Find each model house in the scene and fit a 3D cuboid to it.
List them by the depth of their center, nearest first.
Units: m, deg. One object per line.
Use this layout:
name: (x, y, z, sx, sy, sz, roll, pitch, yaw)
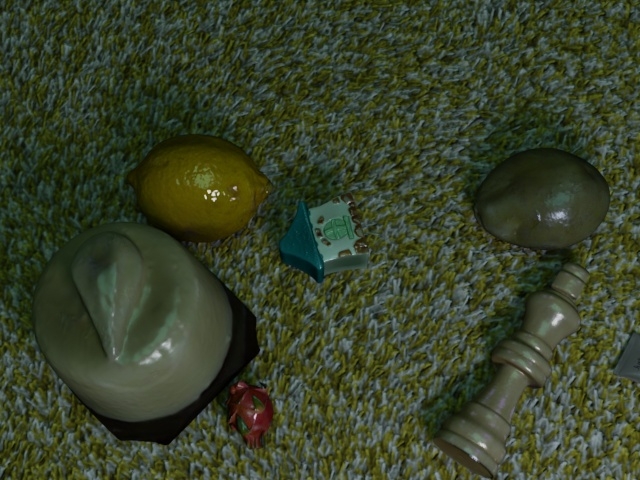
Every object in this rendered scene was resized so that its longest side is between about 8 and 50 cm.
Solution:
model house: (0.000, 0.000, 1.971, 0.149, 0.100, 0.127, -16, 73, -3)

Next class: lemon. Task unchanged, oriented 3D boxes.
lemon: (-0.209, -0.092, 1.953, 0.256, 0.188, 0.188, 4, 73, 6)

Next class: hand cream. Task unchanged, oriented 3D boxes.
hand cream: (0.601, 0.234, 1.929, 0.186, 0.054, 0.087, 27, 71, 15)

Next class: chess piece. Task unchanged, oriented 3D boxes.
chess piece: (0.342, 0.205, 1.905, 0.117, 0.117, 0.397, 33, 74, 9)

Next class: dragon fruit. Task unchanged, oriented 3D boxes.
dragon fruit: (-0.118, 0.292, 1.886, 0.081, 0.086, 0.116, -9, 70, -8)

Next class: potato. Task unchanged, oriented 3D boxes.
potato: (0.382, -0.071, 1.968, 0.235, 0.160, 0.178, -14, 34, 10)

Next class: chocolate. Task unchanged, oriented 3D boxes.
chocolate: (-0.303, 0.137, 1.830, 0.314, 0.297, 0.326, -44, 79, -7)
